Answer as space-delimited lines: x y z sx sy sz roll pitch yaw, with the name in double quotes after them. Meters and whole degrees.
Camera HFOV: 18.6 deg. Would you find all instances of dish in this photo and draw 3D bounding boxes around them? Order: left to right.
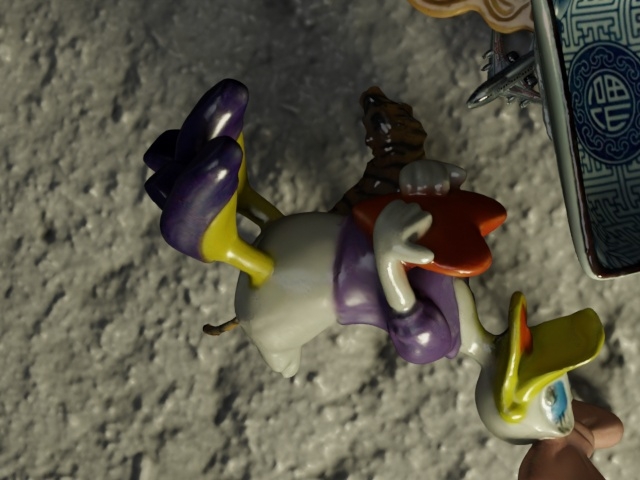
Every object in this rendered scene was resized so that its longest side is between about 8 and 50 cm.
0.221 -0.099 1.427 0.080 0.182 0.243 -10 91 56 "dish"

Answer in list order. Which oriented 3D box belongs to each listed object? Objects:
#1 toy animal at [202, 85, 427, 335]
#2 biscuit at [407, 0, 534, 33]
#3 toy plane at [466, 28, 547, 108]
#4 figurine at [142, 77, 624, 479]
0.006 0.005 1.504 0.255 0.116 0.114 -45 79 17 "toy animal"
0.101 -0.246 1.486 0.236 0.040 0.144 41 100 14 "biscuit"
0.145 -0.125 1.489 0.083 0.031 0.078 -37 82 -2 "toy plane"
0.055 0.049 1.396 0.421 0.154 0.193 25 120 -5 "figurine"
